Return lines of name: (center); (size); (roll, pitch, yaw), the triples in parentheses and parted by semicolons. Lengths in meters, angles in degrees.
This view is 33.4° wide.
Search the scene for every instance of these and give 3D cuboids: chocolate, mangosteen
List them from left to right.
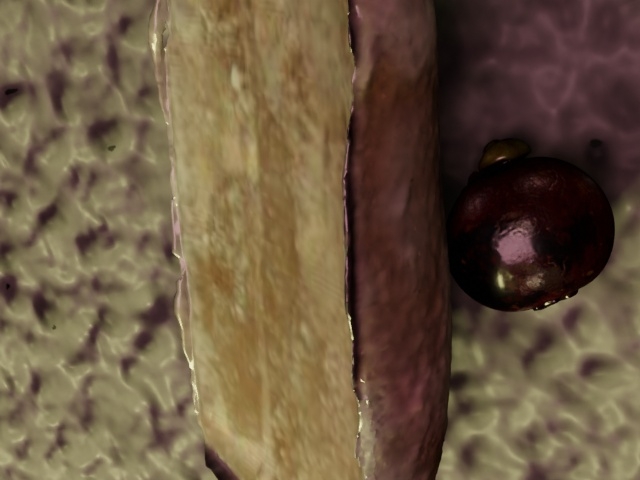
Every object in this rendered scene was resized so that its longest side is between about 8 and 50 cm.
chocolate: (0.000, 0.000, 0.510); (0.185, 0.100, 0.303); (30, 130, 56)
mangosteen: (0.094, -0.005, 0.496); (0.081, 0.081, 0.081); (8, 113, 20)
